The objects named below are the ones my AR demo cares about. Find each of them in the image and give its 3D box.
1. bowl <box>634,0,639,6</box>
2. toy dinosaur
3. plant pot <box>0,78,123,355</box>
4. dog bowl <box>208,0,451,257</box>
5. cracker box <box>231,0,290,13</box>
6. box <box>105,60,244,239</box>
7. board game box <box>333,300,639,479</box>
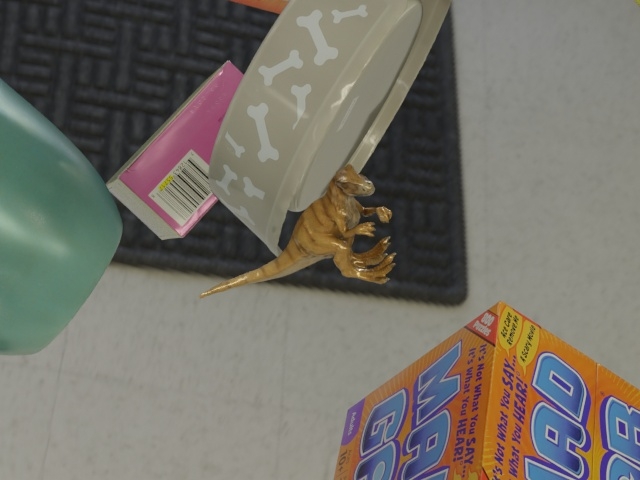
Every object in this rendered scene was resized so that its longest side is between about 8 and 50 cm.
[{"bbox_3d":[0.400,-0.324,1.205,0.289,0.156,0.289,1,85,-10],"label":"bowl"},{"bbox_3d":[0.000,0.000,1.137,0.112,0.211,0.064,29,45,-15],"label":"toy dinosaur"},{"bbox_3d":[-0.363,-0.010,1.494,0.235,0.293,0.293,37,54,-18],"label":"plant pot"},{"bbox_3d":[0.009,-0.153,1.386,0.102,0.349,0.349,31,56,8],"label":"dog bowl"},{"bbox_3d":[-0.034,-0.382,1.588,0.067,0.232,0.155,45,24,29],"label":"cracker box"},{"bbox_3d":[-0.174,-0.116,1.862,0.117,0.243,0.213,44,80,-10],"label":"box"},{"bbox_3d":[0.251,0.378,1.873,0.356,0.356,0.356,32,43,-18],"label":"board game box"}]
